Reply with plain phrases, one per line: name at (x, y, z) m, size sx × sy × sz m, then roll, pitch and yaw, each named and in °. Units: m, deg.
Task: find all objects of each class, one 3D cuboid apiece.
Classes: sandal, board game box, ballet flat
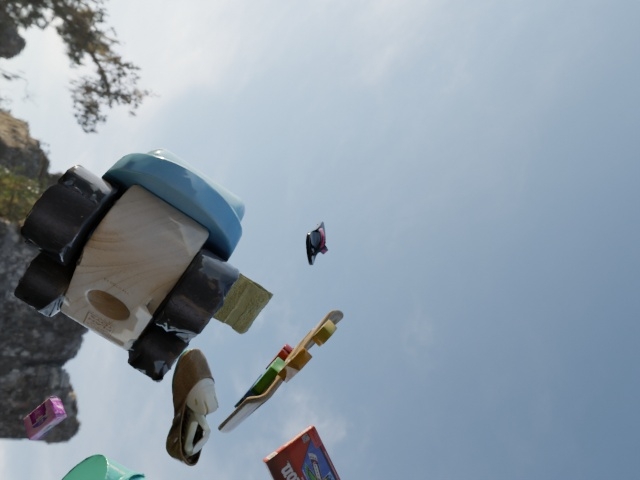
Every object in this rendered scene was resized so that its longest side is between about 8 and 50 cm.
sandal at (0.000, 0.000, 1.222) m, size 0.040 × 0.179 × 0.067 m, roll -1°, pitch -67°, yaw 14°
board game box at (-0.015, 0.603, 1.264) m, size 0.027 × 0.145 × 0.281 m, roll -16°, pitch -80°, yaw 62°
ballet flat at (-0.328, 0.448, 1.385) m, size 0.124 × 0.116 × 0.342 m, roll 28°, pitch -68°, yaw 34°

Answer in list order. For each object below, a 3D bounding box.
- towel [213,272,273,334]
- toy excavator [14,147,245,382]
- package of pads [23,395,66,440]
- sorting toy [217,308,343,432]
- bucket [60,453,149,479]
towel at (-0.193, 0.153, 1.280) m, size 0.148 × 0.110 × 0.027 m, roll -53°, pitch -169°, yaw 22°
toy excavator at (-0.227, -0.021, 0.827) m, size 0.433 × 0.222 × 0.445 m, roll -45°, pitch -166°, yaw 46°
package of pads at (-0.553, 0.356, 1.064) m, size 0.083 × 0.032 × 0.050 m, roll -39°, pitch -115°, yaw 8°
sorting toy at (-0.056, 0.197, 0.875) m, size 0.041 × 0.229 × 0.307 m, roll 44°, pitch -39°, yaw 5°
bucket at (-0.598, 0.729, 1.423) m, size 0.281 × 0.183 × 0.281 m, roll -29°, pitch -152°, yaw 17°
